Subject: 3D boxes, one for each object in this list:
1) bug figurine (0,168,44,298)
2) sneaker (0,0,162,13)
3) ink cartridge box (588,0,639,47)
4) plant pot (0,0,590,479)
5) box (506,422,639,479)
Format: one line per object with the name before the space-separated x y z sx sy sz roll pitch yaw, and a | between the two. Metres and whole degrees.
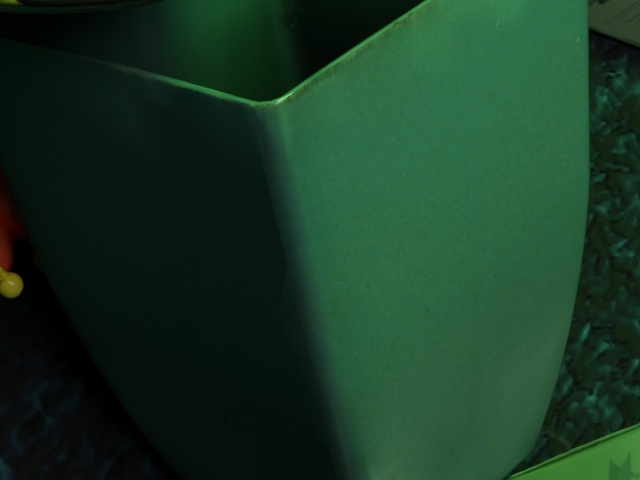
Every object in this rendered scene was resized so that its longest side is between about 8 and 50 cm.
bug figurine | -0.152 -0.121 0.639 0.279 0.072 0.216 45 78 -5
sneaker | -0.190 -0.135 0.532 0.384 0.147 0.145 10 97 6
ink cartridge box | 0.122 -0.188 0.849 0.198 0.067 0.115 16 63 -25
plant pot | 0.000 0.000 0.609 0.165 0.165 0.234 -37 129 -35
box | 0.240 0.193 0.727 0.311 0.121 0.148 19 62 -22
